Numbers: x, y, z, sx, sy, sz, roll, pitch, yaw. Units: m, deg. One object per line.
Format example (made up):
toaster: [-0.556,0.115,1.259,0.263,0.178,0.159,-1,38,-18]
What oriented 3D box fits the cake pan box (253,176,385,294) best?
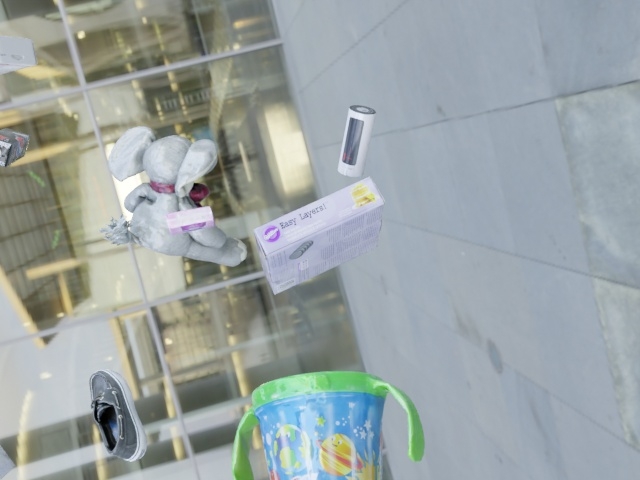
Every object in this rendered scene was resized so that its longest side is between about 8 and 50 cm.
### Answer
cake pan box: [0.000,0.000,1.483,0.267,0.246,0.070,85,160,-70]

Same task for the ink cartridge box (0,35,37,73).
ink cartridge box: [-0.599,-0.338,1.386,0.088,0.122,0.052,-19,-77,-63]

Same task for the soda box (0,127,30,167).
soda box: [-0.689,-0.205,1.652,0.169,0.060,0.053,-118,46,-73]

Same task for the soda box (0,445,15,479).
soda box: [-0.747,0.378,1.516,0.098,0.091,0.286,-5,120,39]

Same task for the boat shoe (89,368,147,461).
boat shoe: [-0.248,0.201,0.894,0.040,0.049,0.142,28,-166,-47]

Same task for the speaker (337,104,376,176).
speaker: [0.072,-0.197,1.507,0.055,0.055,0.136,-116,32,-58]

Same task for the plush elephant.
plush elephant: [-0.307,-0.110,1.599,0.330,0.272,0.255,6,-73,-64]

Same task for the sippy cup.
sippy cup: [0.007,0.355,1.254,0.305,0.240,0.224,-44,46,53]

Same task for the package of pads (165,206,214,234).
package of pads: [-0.231,-0.036,1.341,0.050,0.083,0.032,111,147,-76]
